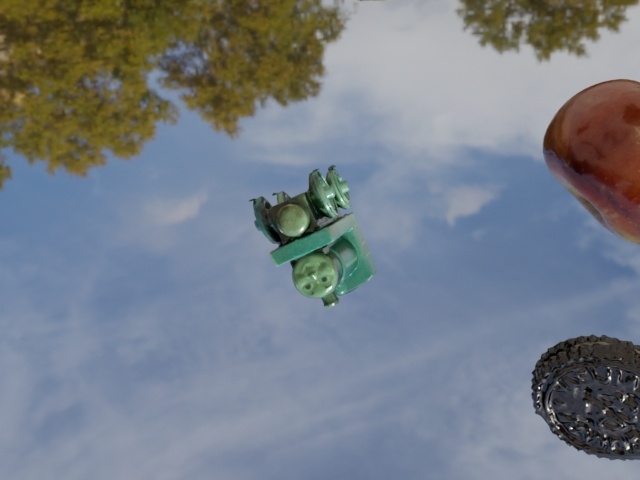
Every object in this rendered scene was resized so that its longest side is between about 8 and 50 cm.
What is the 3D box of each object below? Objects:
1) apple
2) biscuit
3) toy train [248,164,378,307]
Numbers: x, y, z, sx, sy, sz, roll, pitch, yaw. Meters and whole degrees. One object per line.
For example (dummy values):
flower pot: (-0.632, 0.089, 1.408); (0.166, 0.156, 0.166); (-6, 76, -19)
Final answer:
apple: (0.478, -0.124, 1.389); (0.206, 0.251, 0.272); (-47, -134, 11)
biscuit: (0.351, 0.195, 1.106); (0.194, 0.195, 0.053); (8, -143, 24)
toy train: (0.000, 0.000, 1.333); (0.120, 0.194, 0.298); (-23, -178, 11)
